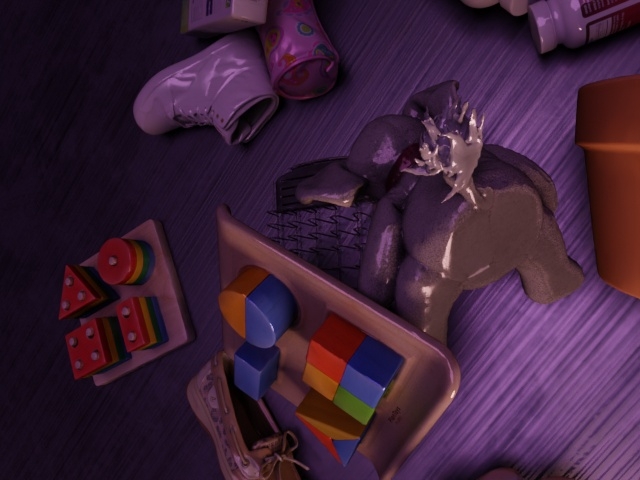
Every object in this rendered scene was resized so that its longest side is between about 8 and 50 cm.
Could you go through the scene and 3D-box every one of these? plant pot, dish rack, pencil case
[{"bbox_3d":[0.398,-0.045,0.430,0.290,0.291,0.204,7,103,25],"label":"plant pot"},{"bbox_3d":[0.000,0.000,0.708,0.208,0.074,0.272,-6,82,24],"label":"dish rack"},{"bbox_3d":[-0.057,-0.381,0.751,0.124,0.124,0.284,-21,74,22],"label":"pencil case"}]

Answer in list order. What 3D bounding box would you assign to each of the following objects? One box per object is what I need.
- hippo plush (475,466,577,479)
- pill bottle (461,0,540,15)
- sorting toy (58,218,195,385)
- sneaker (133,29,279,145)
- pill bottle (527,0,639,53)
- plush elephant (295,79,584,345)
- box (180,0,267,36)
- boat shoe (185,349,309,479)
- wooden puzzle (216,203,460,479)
[{"bbox_3d":[0.255,0.429,0.501,0.294,0.234,0.237,2,116,40],"label":"hippo plush"},{"bbox_3d":[0.208,-0.428,0.617,0.146,0.146,0.264,-41,70,16],"label":"pill bottle"},{"bbox_3d":[-0.400,0.122,0.872,0.257,0.089,0.256,-28,73,20],"label":"sorting toy"},{"bbox_3d":[-0.212,-0.235,0.814,0.292,0.108,0.169,-26,71,19],"label":"sneaker"},{"bbox_3d":[0.351,-0.301,0.569,0.151,0.086,0.086,-17,77,22],"label":"pill bottle"},{"bbox_3d":[0.125,-0.050,0.560,0.271,0.330,0.255,-29,37,-2],"label":"plush elephant"},{"bbox_3d":[-0.160,-0.465,0.730,0.322,0.058,0.233,31,117,54],"label":"box"},{"bbox_3d":[-0.111,0.305,0.708,0.285,0.104,0.089,45,106,23],"label":"boat shoe"},{"bbox_3d":[-0.028,0.159,0.587,0.347,0.080,0.322,34,140,21],"label":"wooden puzzle"}]
